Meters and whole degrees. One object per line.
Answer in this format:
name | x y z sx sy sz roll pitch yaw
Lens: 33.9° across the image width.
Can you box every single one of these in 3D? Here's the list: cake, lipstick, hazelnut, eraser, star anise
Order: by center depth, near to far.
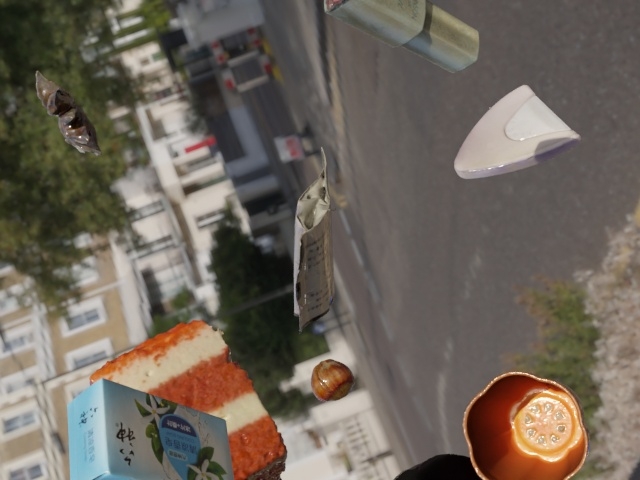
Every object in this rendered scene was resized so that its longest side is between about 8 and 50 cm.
lipstick | 0.126 -0.326 1.541 0.077 0.253 0.079 -21 58 48
cake | -0.252 0.353 1.906 0.319 0.270 0.269 56 155 22
hazelnut | 0.023 0.264 1.993 0.086 0.086 0.086 159 90 -86
star anise | -0.499 -0.250 2.044 0.182 0.065 0.195 59 177 -41
eraser | 0.388 -0.201 2.189 0.204 0.243 0.059 57 179 41

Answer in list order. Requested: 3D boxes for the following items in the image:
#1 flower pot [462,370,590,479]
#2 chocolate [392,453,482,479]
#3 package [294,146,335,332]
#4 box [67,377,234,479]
flower pot | 0.333 0.295 1.627 0.173 0.190 0.191 14 -129 -66
chocolate | 0.185 0.485 1.601 0.284 0.283 0.186 66 145 37
package | 0.000 0.000 1.707 0.251 0.062 0.204 -74 -12 -48
box | -0.226 0.293 1.425 0.232 0.083 0.143 30 -144 -41
